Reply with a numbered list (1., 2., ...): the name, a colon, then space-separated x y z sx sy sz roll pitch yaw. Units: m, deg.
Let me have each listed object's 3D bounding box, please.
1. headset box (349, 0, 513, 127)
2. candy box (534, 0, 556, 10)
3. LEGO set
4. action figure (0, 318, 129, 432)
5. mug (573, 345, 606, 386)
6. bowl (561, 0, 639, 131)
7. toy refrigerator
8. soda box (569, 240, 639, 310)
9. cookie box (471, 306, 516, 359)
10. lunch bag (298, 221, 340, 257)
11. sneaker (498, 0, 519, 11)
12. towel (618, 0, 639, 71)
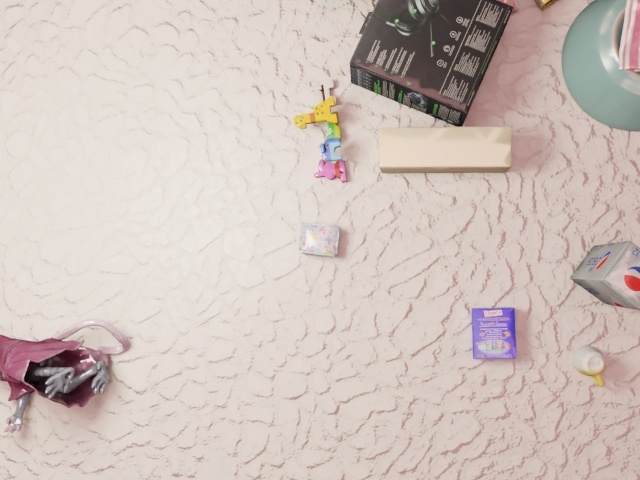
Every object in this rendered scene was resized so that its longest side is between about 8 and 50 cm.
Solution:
1. headset box: 0.218 -0.409 1.706 0.282 0.131 0.247 23 84 6
2. candy box: 0.466 -0.600 1.736 0.109 0.053 0.187 -34 83 4
3. LEGO set: -0.006 -0.237 1.759 0.093 0.087 0.227 -8 86 6
4. action figure: -0.654 0.249 1.763 0.370 0.248 0.276 7 53 30
5. mug: 0.567 0.256 1.683 0.078 0.064 0.062 39 92 6
6. bowl: 0.660 -0.387 1.650 0.311 0.163 0.312 0 88 7
7. toy refrigerator: 0.260 -0.194 1.718 0.269 0.102 0.094 0 88 7
8. soda box: 0.574 0.068 1.578 0.098 0.286 0.091 36 92 5
9. cookie box: 0.366 0.195 1.720 0.091 0.040 0.107 -1 88 7
10. lunch bag: 0.000 0.000 1.766 0.083 0.053 0.071 4 86 16
11. sneaker: 0.376 -0.550 1.744 0.070 0.051 0.135 -14 90 1
12. towel: 0.675 -0.388 1.552 0.196 0.029 0.144 6 88 7
